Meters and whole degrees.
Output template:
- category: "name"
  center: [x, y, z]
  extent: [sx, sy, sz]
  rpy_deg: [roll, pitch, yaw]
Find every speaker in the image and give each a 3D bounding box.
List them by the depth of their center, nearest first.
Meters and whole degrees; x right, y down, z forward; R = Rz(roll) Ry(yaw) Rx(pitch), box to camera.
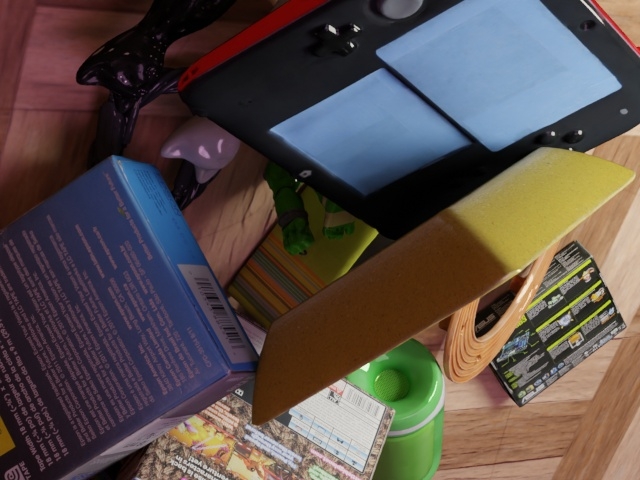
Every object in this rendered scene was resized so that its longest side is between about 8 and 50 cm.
- category: "speaker"
  center: [0.088, 0.221, 1.860]
  extent: [0.131, 0.131, 0.296]
  rpy_deg: [-29, 155, -11]

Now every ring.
- category: "ring"
  center: [0.225, 0.015, 1.803]
  extent: [0.336, 0.032, 0.337]
  rpy_deg: [-51, 157, -31]

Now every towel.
- category: "towel"
  center: [0.000, 0.000, 1.694]
  extent: [0.237, 0.102, 0.021]
  rpy_deg: [-52, 159, 13]

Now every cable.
- category: "cable"
  center: [-0.162, -0.097, 1.548]
  extent: [0.150, 0.047, 0.185]
  rpy_deg: [-12, 126, -32]

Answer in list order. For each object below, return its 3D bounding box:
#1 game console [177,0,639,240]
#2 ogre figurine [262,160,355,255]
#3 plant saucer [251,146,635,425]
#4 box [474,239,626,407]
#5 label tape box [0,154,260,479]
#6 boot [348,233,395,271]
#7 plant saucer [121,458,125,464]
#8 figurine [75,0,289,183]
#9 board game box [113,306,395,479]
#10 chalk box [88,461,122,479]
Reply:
- category: "game console"
  center: [0.108, -0.140, 1.416]
  extent: [0.342, 0.060, 0.386]
  rpy_deg: [-31, 144, 21]
- category: "ogre figurine"
  center: [0.015, -0.087, 1.615]
  extent: [0.096, 0.118, 0.197]
  rpy_deg: [10, 120, -44]
- category: "plant saucer"
  center: [0.105, 0.025, 1.457]
  extent: [0.333, 0.081, 0.332]
  rpy_deg: [-34, 178, 35]
- category: "box"
  center: [0.304, 0.115, 2.032]
  extent: [0.190, 0.045, 0.184]
  rpy_deg: [-37, 135, -1]
- category: "label tape box"
  center: [-0.258, 0.107, 1.483]
  extent: [0.333, 0.241, 0.106]
  rpy_deg: [-32, 169, 14]
- category: "boot"
  center: [0.074, 0.054, 1.811]
  extent: [0.305, 0.112, 0.115]
  rpy_deg: [-30, 167, -16]
- category: "plant saucer"
  center: [-0.126, 0.332, 1.761]
  extent: [0.047, 0.258, 0.259]
  rpy_deg: [-36, 137, 11]
- category: "figurine"
  center: [-0.104, -0.174, 1.460]
  extent: [0.209, 0.092, 0.215]
  rpy_deg: [-47, 133, -1]
- category: "board game box"
  center: [-0.084, 0.255, 1.613]
  extent: [0.232, 0.291, 0.141]
  rpy_deg: [33, 133, -7]
- category: "chalk box"
  center: [-0.340, 0.311, 1.663]
  extent: [0.179, 0.180, 0.289]
  rpy_deg: [-49, 135, 9]
